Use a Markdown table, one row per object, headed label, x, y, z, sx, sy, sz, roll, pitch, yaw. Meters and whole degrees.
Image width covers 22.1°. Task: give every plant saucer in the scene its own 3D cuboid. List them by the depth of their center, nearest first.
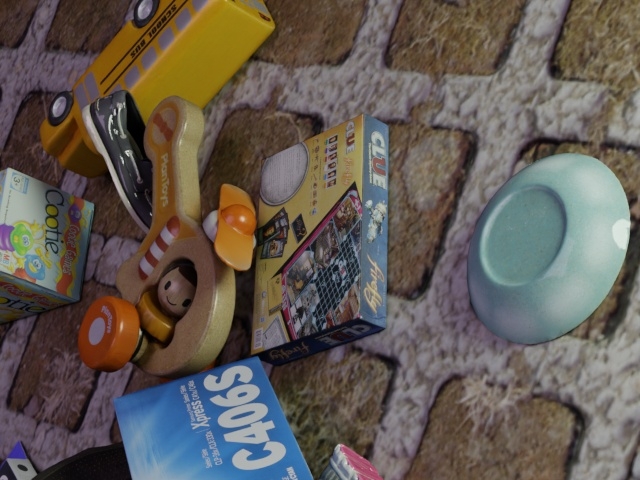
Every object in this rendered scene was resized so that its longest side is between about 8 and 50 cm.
| label | x | y | z | sx | sy | sz | roll | pitch | yaw |
| --- | --- | --- | --- | --- | --- | --- | --- | --- | --- |
| plant saucer | 0.203 | 0.001 | 1.560 | 0.195 | 0.037 | 0.195 | -25 | 53 | 39 |

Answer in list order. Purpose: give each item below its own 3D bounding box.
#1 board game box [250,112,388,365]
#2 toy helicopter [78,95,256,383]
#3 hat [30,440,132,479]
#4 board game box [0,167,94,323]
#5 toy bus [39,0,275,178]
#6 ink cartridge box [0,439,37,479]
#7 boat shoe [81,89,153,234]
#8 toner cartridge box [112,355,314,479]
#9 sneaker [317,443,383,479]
| label | x | y | z | sx | sy | sz | roll | pitch | yaw |
| --- | --- | --- | --- | --- | --- | --- | --- | --- | --- |
| board game box | 0.000 | 0.000 | 1.777 | 0.165 | 0.042 | 0.243 | -21 | 56 | 40 |
| toy helicopter | -0.153 | -0.017 | 1.853 | 0.235 | 0.140 | 0.355 | -32 | 51 | 40 |
| hat | -0.157 | 0.319 | 1.696 | 0.331 | 0.134 | 0.331 | -11 | 24 | 5 |
| board game box | -0.448 | 0.021 | 2.177 | 0.275 | 0.142 | 0.144 | -17 | 59 | 42 |
| toy bus | -0.211 | -0.201 | 2.064 | 0.332 | 0.108 | 0.130 | -46 | 45 | 21 |
| ink cartridge box | -0.408 | 0.379 | 2.024 | 0.206 | 0.045 | 0.208 | -56 | 39 | 11 |
| boat shoe | -0.212 | -0.086 | 1.975 | 0.065 | 0.075 | 0.206 | -30 | 89 | 16 |
| toner cartridge box | -0.096 | 0.238 | 1.592 | 0.165 | 0.075 | 0.348 | -18 | 25 | -7 |
| sneaker | 0.037 | 0.273 | 1.580 | 0.075 | 0.063 | 0.170 | -53 | 36 | 13 |
